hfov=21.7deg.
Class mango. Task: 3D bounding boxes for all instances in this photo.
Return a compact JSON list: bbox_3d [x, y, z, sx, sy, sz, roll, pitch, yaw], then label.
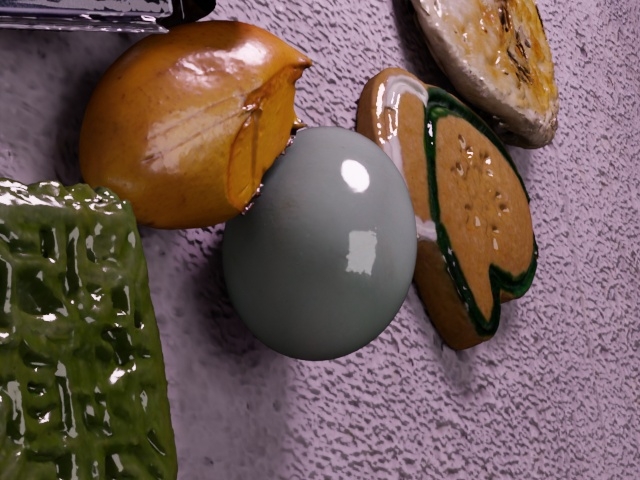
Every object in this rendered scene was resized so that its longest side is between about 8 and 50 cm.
[{"bbox_3d":[-0.110,-0.093,1.354,0.252,0.126,0.154,-42,122,-50],"label":"mango"}]

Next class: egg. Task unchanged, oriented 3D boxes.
[{"bbox_3d":[0.000,0.000,1.442,0.168,0.168,0.231,49,33,-35],"label":"egg"}]

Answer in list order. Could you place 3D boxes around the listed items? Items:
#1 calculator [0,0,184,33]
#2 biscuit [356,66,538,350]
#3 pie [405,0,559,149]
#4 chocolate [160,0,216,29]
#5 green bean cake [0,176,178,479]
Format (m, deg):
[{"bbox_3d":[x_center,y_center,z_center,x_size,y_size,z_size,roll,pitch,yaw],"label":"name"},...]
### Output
[{"bbox_3d":[-0.228,-0.235,1.241,0.274,0.028,0.166,-4,79,-38],"label":"calculator"},{"bbox_3d":[0.150,-0.026,1.813,0.344,0.057,0.287,31,50,-49],"label":"biscuit"},{"bbox_3d":[0.199,-0.260,1.987,0.339,0.077,0.339,38,40,-42],"label":"pie"},{"bbox_3d":[-0.143,-0.236,1.410,0.125,0.080,0.148,65,23,-4],"label":"chocolate"},{"bbox_3d":[-0.203,0.076,1.112,0.222,0.125,0.248,3,73,-58],"label":"green bean cake"}]
